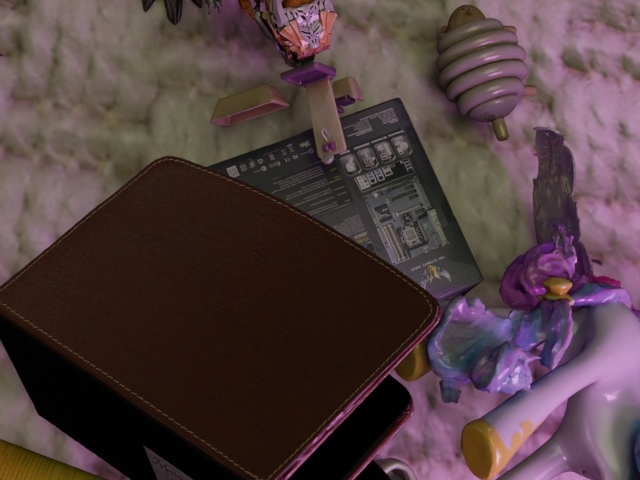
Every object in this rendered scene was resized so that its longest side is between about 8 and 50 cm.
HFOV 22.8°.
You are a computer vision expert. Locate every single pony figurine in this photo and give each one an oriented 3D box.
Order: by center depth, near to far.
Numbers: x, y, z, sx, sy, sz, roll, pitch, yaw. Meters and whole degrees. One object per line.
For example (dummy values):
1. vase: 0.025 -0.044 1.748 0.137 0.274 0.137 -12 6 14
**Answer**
1. pony figurine: 0.231 0.094 1.295 0.363 0.302 0.351 -17 106 -33

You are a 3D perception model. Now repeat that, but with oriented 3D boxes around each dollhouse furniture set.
1. dollhouse furniture set: -0.026 -0.092 1.363 0.114 0.091 0.081 -16 79 23

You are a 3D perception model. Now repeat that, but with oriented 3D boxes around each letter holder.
1. letter holder: -0.068 0.090 1.228 0.301 0.152 0.214 28 60 32

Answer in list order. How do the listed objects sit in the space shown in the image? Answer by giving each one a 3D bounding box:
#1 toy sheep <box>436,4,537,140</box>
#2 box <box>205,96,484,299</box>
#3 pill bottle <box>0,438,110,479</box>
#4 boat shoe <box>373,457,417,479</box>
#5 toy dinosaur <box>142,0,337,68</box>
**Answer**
1. toy sheep: 0.149 -0.153 1.432 0.091 0.091 0.132 -17 76 -14
2. box: 0.000 0.000 1.378 0.232 0.059 0.183 -22 80 -15
3. pill bottle: -0.243 0.217 1.255 0.184 0.103 0.103 22 73 -5
4. boat shoe: 0.035 0.312 1.287 0.098 0.096 0.277 8 75 -8
5. toy dinosaur: -0.066 -0.297 1.357 0.164 0.218 0.322 0 76 -10
